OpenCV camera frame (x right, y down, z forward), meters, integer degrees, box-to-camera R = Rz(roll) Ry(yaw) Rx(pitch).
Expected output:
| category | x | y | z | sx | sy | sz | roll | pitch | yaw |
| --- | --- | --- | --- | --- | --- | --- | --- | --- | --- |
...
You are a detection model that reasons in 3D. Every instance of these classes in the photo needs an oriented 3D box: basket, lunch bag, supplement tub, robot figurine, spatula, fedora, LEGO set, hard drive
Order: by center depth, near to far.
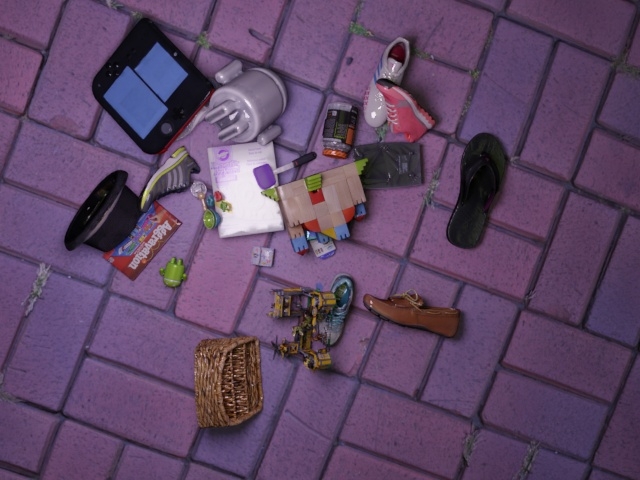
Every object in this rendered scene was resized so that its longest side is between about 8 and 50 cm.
| category | x | y | z | sx | sy | sz | roll | pitch | yaw |
| --- | --- | --- | --- | --- | --- | --- | --- | --- | --- |
| robot figurine | -0.244 | -0.473 | 1.804 | 0.200 | 0.353 | 0.300 | -12 | 119 | 38 |
| fedora | -0.741 | -0.080 | 1.831 | 0.152 | 0.334 | 0.334 | 38 | 90 | -34 |
| LEGO set | -0.087 | 0.307 | 1.856 | 0.192 | 0.255 | 0.331 | 1 | 105 | -30 |
| basket | -0.328 | 0.508 | 1.873 | 0.223 | 0.213 | 0.299 | -2 | 93 | -2 |
| spatula | -0.121 | -0.264 | 1.876 | 0.296 | 0.030 | 0.084 | -29 | 105 | -33 |
| supplement tub | 0.067 | -0.400 | 1.908 | 0.117 | 0.117 | 0.190 | 11 | 91 | -4 |
| robot figurine | -0.540 | 0.121 | 1.918 | 0.101 | 0.067 | 0.115 | 15 | 92 | -6 |
| lunch bag | -0.216 | 0.059 | 1.943 | 0.083 | 0.053 | 0.071 | 9 | 90 | 6 |
| hard drive | 0.247 | -0.279 | 1.954 | 0.254 | 0.054 | 0.172 | -4 | 92 | -3 |

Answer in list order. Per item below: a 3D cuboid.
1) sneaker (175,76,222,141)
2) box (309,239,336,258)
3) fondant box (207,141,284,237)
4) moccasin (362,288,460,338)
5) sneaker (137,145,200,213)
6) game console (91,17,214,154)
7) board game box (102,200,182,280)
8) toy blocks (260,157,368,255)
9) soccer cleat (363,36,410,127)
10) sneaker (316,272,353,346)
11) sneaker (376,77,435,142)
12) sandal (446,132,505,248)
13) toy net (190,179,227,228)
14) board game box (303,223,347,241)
| category | x | y | z | sx | sy | sz | roll | pitch | yaw |
| --- | --- | --- | --- | --- | --- | --- | --- | --- | --- |
| sneaker | -0.451 | -0.457 | 1.880 | 0.297 | 0.129 | 0.111 | -37 | 87 | 16 |
| box | 0.000 | 0.000 | 1.965 | 0.081 | 0.028 | 0.136 | -24 | 95 | -3 |
| fondant box | -0.271 | -0.185 | 1.909 | 0.238 | 0.096 | 0.330 | -8 | 92 | -3 |
| moccasin | 0.342 | 0.253 | 1.938 | 0.380 | 0.139 | 0.147 | 15 | 90 | -4 |
| sneaker | -0.532 | -0.203 | 1.843 | 0.121 | 0.111 | 0.300 | 40 | 60 | -15 |
| game console | -0.597 | -0.530 | 1.821 | 0.386 | 0.060 | 0.342 | 47 | 106 | 9 |
| board game box | -0.658 | -0.004 | 1.928 | 0.145 | 0.027 | 0.281 | 40 | 90 | -5 |
| toy blocks | 0.015 | -0.107 | 1.832 | 0.381 | 0.191 | 0.261 | -20 | 98 | -13 |
| soccer cleat | 0.239 | -0.582 | 1.897 | 0.116 | 0.143 | 0.331 | 18 | 91 | -4 |
| sneaker | 0.052 | 0.259 | 1.930 | 0.110 | 0.122 | 0.283 | 13 | 91 | -3 |
| sneaker | 0.288 | -0.454 | 1.865 | 0.314 | 0.116 | 0.136 | 30 | 105 | -41 |
| sandal | 0.597 | -0.185 | 1.950 | 0.167 | 0.107 | 0.446 | 12 | 91 | -4 |
| toy net | -0.412 | -0.150 | 1.859 | 0.232 | 0.045 | 0.122 | 50 | 130 | 29 |
| board game box | 0.004 | -0.115 | 1.929 | 0.160 | 0.047 | 0.210 | -11 | 84 | -9 |
